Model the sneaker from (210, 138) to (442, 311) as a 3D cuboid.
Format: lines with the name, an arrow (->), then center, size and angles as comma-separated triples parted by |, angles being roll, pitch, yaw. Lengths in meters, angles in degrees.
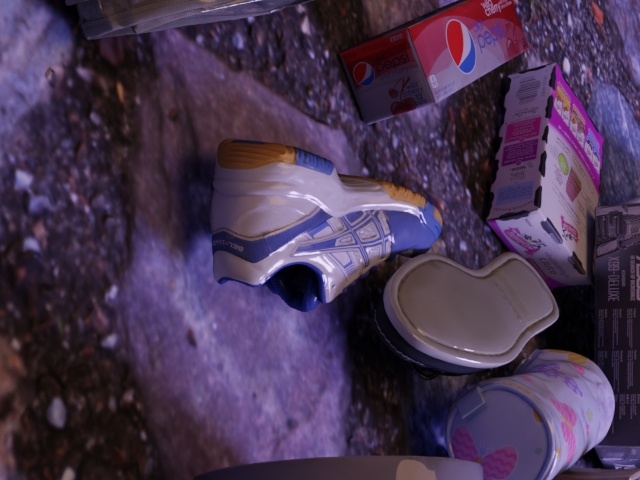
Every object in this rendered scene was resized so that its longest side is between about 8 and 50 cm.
sneaker -> 0.000, 0.000, 1.134 | 0.296, 0.112, 0.131 | 14, 85, -51

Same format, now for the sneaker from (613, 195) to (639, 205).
sneaker -> 0.504, 0.009, 1.827 | 0.256, 0.094, 0.151 | 9, 65, -56

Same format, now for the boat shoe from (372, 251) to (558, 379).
boat shoe -> 0.124, 0.083, 1.252 | 0.127, 0.113, 0.340 | 56, 26, 9

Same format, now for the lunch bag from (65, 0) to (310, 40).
lunch bag -> -0.102, -0.294, 1.019 | 0.287, 0.169, 0.235 | -23, 101, -48

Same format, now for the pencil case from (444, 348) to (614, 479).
pencil case -> 0.222, 0.183, 1.319 | 0.273, 0.113, 0.124 | -9, 77, -65

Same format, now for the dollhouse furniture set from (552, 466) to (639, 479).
dollhouse furniture set -> 0.288, 0.368, 1.357 | 0.259, 0.135, 0.262 | -8, 93, -55

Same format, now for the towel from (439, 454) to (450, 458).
towel -> 0.110, 0.382, 1.198 | 0.243, 0.040, 0.336 | -6, 81, -54

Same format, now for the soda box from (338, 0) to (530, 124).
soda box -> 0.130, -0.206, 1.377 | 0.263, 0.092, 0.083 | -35, 106, -54

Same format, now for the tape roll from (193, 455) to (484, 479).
tape roll -> 0.014, 0.209, 0.951 | 0.219, 0.219, 0.072 | 18, 63, -51

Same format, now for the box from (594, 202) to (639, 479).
box -> 0.390, 0.141, 1.576 | 0.242, 0.077, 0.307 | 53, 38, -58

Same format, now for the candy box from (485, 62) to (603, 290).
candy box -> 0.279, -0.077, 1.563 | 0.159, 0.071, 0.233 | 47, 43, -39
